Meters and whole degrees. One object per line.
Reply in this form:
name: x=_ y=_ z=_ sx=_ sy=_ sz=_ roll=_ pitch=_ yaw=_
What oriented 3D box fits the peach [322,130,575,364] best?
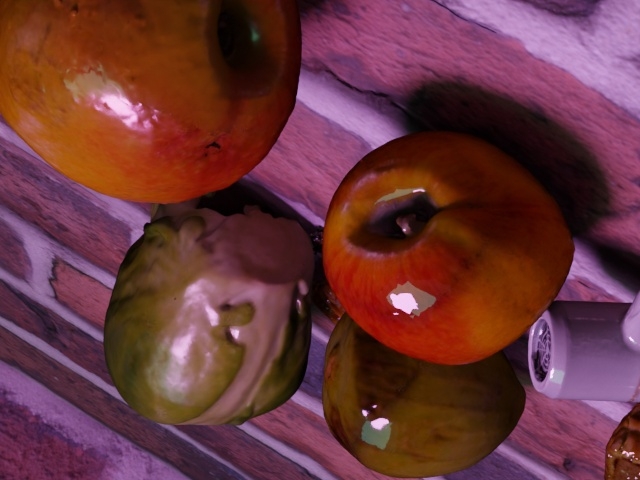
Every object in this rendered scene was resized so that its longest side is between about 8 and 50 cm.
peach: x=0.135 y=0.011 z=1.710 sx=0.281 sy=0.238 sz=0.281 roll=4 pitch=163 yaw=1

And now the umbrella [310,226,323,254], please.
umbrella: x=0.000 y=0.002 z=2.158 sx=0.031 sy=0.020 sz=0.083 roll=12 pitch=159 yaw=-4

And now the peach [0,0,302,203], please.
peach: x=-0.186 y=-0.203 z=1.631 sx=0.372 sy=0.290 sz=0.373 roll=33 pitch=160 yaw=13

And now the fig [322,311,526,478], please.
fig: x=0.136 y=0.182 z=2.092 sx=0.271 sy=0.239 sz=0.239 roll=9 pitch=166 yaw=-22

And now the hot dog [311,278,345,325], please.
hot dog: x=0.041 y=0.102 z=2.282 sx=0.062 sy=0.038 sz=0.144 roll=-1 pitch=142 yaw=50

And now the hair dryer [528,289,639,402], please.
hair dryer: x=0.337 y=0.043 z=1.653 sx=0.173 sy=0.108 sz=0.357 roll=2 pitch=143 yaw=-11

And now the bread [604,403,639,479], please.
bread: x=0.445 y=0.301 z=2.057 sx=0.181 sy=0.096 sz=0.222 roll=24 pitch=154 yaw=22

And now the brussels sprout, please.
brussels sprout: x=-0.145 y=0.101 z=2.229 sx=0.275 sy=0.315 sz=0.371 roll=15 pitch=157 yaw=-17
